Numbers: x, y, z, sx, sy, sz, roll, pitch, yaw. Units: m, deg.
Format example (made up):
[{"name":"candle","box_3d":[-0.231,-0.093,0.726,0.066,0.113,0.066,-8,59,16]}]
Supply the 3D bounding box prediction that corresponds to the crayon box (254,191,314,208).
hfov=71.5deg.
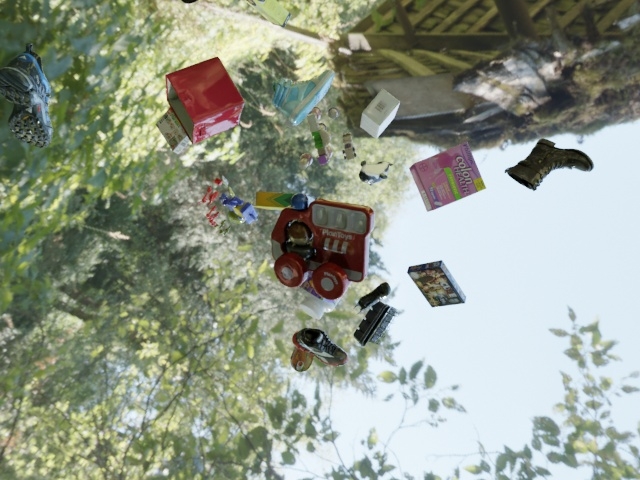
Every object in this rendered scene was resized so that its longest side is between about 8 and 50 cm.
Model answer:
[{"name":"crayon box","box_3d":[-0.206,-0.204,2.348,0.318,0.081,0.202,4,180,11]}]

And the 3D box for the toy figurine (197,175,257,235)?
[{"name":"toy figurine","box_3d":[-0.388,-0.115,2.093,0.217,0.362,0.191,27,-111,21]}]

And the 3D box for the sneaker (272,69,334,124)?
[{"name":"sneaker","box_3d":[-0.093,-0.700,2.013,0.319,0.208,0.127,-51,177,-15]}]

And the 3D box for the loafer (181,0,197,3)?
[{"name":"loafer","box_3d":[-0.299,-0.655,1.106,0.220,0.080,0.078,-10,-134,41]}]

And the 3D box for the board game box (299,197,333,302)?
[{"name":"board game box","box_3d":[0.015,0.034,1.731,0.233,0.078,0.347,25,-89,37]}]

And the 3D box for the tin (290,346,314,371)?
[{"name":"tin","box_3d":[-0.079,0.543,2.160,0.040,0.106,0.190,-179,-69,-82]}]

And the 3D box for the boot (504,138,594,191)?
[{"name":"boot","box_3d":[0.899,-0.276,1.756,0.263,0.091,0.229,34,-108,34]}]

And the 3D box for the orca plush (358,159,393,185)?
[{"name":"orca plush","box_3d":[0.255,-0.324,2.190,0.102,0.151,0.287,-65,176,33]}]

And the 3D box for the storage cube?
[{"name":"storage cube","box_3d":[-0.399,-0.480,1.528,0.193,0.215,0.183,-29,179,-20]}]

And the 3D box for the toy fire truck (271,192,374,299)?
[{"name":"toy fire truck","box_3d":[0.000,0.000,1.216,0.302,0.254,0.169,14,-153,26]}]

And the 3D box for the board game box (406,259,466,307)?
[{"name":"board game box","box_3d":[0.510,0.194,1.949,0.165,0.243,0.042,-16,-146,39]}]

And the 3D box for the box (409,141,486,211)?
[{"name":"box","box_3d":[0.534,-0.264,1.880,0.243,0.214,0.117,-22,179,0]}]

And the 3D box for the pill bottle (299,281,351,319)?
[{"name":"pill bottle","box_3d":[0.034,0.231,2.242,0.181,0.181,0.323,3,-130,53]}]

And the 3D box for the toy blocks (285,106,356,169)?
[{"name":"toy blocks","box_3d":[0.015,-0.545,2.275,0.308,0.289,0.260,-11,-157,14]}]

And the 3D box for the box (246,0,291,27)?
[{"name":"box","box_3d":[-0.216,-0.858,1.583,0.087,0.232,0.058,39,-78,43]}]

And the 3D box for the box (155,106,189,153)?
[{"name":"box","box_3d":[-0.661,-0.499,2.008,0.114,0.036,0.207,-43,-117,11]}]

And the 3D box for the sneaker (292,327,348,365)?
[{"name":"sneaker","box_3d":[0.009,0.475,2.000,0.098,0.276,0.135,-62,180,-38]}]

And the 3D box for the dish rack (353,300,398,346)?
[{"name":"dish rack","box_3d":[0.260,0.369,1.950,0.074,0.271,0.208,36,-87,34]}]

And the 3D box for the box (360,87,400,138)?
[{"name":"box","box_3d":[0.239,-0.510,1.803,0.130,0.091,0.170,-51,176,-1]}]

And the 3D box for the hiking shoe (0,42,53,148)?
[{"name":"hiking shoe","box_3d":[-0.784,-0.377,1.226,0.304,0.113,0.132,131,-25,-54]}]

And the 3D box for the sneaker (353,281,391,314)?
[{"name":"sneaker","box_3d":[0.187,0.212,1.619,0.089,0.051,0.170,-24,162,-31]}]
